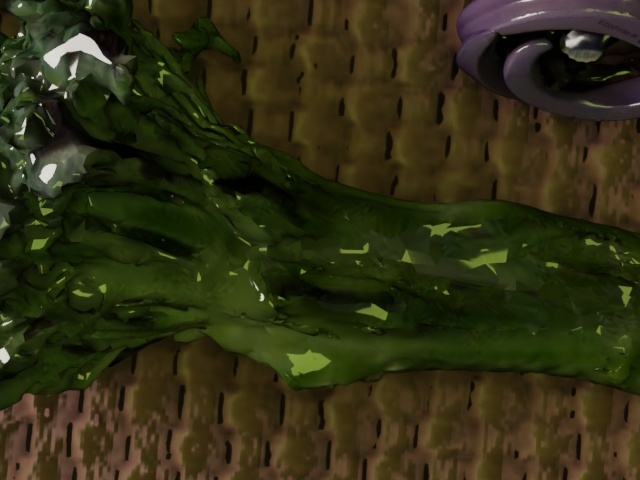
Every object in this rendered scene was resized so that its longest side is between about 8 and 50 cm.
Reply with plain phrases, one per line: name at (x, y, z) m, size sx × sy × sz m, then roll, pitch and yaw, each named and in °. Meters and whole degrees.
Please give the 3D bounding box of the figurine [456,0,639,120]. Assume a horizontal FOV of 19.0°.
figurine at (0.122, -0.121, 0.714) m, size 0.126 × 0.114 × 0.157 m, roll 21°, pitch 85°, yaw -16°

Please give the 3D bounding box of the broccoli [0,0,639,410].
broccoli at (0.000, 0.005, 0.705) m, size 0.304 × 0.145 × 0.165 m, roll 11°, pitch 91°, yaw -13°
